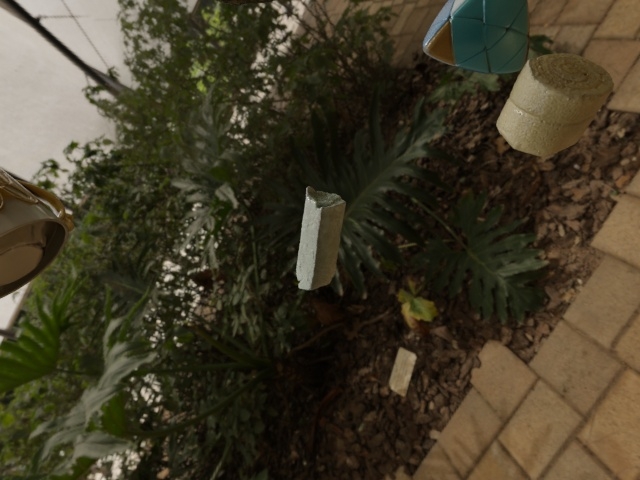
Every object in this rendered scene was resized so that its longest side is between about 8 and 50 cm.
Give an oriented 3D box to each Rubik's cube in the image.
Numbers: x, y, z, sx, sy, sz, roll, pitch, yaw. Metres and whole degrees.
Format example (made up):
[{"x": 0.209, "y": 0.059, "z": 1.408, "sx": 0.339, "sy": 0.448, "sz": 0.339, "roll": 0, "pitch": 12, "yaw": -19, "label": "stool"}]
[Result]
[{"x": 0.334, "y": -0.481, "z": 1.022, "sx": 0.254, "sy": 0.254, "sz": 0.254, "roll": -45, "pitch": 32, "yaw": 38, "label": "Rubik's cube"}]

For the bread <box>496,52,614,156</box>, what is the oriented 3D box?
[{"x": 0.407, "y": -0.235, "z": 0.831, "sx": 0.141, "sy": 0.148, "sz": 0.134, "roll": 98, "pitch": 158, "yaw": -53, "label": "bread"}]

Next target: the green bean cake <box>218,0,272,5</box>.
[{"x": -0.058, "y": -0.296, "z": 0.421, "sx": 0.173, "sy": 0.181, "sz": 0.094, "roll": -7, "pitch": -79, "yaw": -73, "label": "green bean cake"}]

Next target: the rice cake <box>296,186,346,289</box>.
[{"x": 0.000, "y": 0.000, "z": 0.911, "sx": 0.063, "sy": 0.069, "sz": 0.206, "roll": 33, "pitch": 123, "yaw": 40, "label": "rice cake"}]

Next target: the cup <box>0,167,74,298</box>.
[{"x": -0.517, "y": -0.040, "z": 0.735, "sx": 0.185, "sy": 0.226, "sz": 0.241, "roll": -48, "pitch": -4, "yaw": 25, "label": "cup"}]
